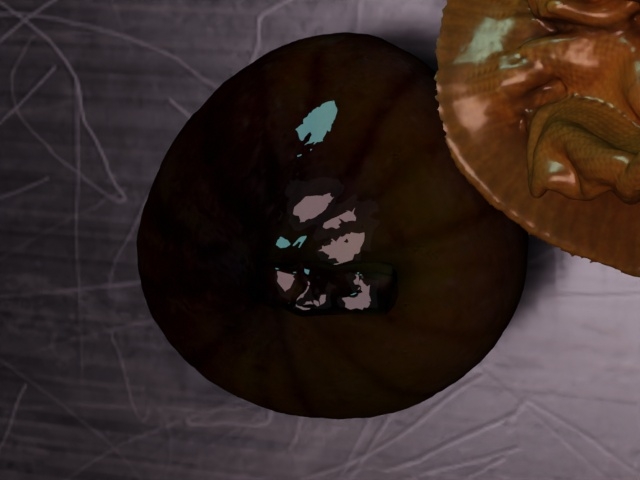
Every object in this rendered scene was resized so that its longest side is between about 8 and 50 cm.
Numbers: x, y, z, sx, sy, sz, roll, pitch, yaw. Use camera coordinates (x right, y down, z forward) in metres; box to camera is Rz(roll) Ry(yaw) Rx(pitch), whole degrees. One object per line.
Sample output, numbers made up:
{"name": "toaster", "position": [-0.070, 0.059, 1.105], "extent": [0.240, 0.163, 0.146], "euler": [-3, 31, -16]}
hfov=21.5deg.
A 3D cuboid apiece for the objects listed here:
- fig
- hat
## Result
{"name": "fig", "position": [0.003, -0.005, 1.001], "extent": [0.235, 0.214, 0.235], "euler": [12, 108, 43]}
{"name": "hat", "position": [0.200, -0.108, 0.847], "extent": [0.233, 0.233, 0.244], "euler": [-5, 83, -14]}
